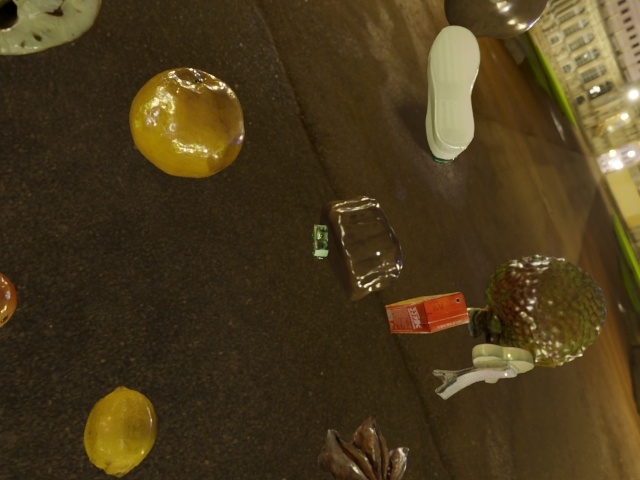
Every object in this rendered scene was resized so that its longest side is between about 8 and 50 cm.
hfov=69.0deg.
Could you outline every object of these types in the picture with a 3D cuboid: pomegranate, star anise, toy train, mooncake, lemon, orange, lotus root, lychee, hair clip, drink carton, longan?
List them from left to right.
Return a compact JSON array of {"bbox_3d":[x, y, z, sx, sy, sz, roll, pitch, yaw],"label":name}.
[{"bbox_3d":[-0.937,0.168,1.266,0.191,0.191,0.191,33,45,-41],"label":"pomegranate"},{"bbox_3d":[-0.423,-0.344,0.669,0.119,0.234,0.138,-128,-156,-63],"label":"lotus root"},{"bbox_3d":[-0.593,0.564,1.389,0.204,0.204,0.260,31,33,-43],"label":"lemon"},{"bbox_3d":[-0.320,-0.290,1.144,0.279,0.235,0.279,19,39,-17],"label":"orange"},{"bbox_3d":[0.000,0.000,1.039,0.033,0.053,0.083,3,62,-7],"label":"toy train"},{"bbox_3d":[0.124,0.017,1.478,0.324,0.187,0.324,163,-90,-81],"label":"mooncake"},{"bbox_3d":[0.090,0.521,0.927,0.331,0.117,0.332,20,56,-33],"label":"star anise"},{"bbox_3d":[0.233,0.166,1.057,0.096,0.223,0.071,-11,83,-16],"label":"drink carton"},{"bbox_3d":[0.357,0.286,1.013,0.159,0.218,0.071,35,40,-37],"label":"hair clip"},{"bbox_3d":[0.431,-0.594,1.122,0.246,0.246,0.215,36,57,-39],"label":"longan"},{"bbox_3d":[0.511,0.169,1.108,0.270,0.320,0.270,52,4,-6],"label":"lychee"}]

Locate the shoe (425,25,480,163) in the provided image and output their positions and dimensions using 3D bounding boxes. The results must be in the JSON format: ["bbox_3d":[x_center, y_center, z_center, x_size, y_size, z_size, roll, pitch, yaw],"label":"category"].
[{"bbox_3d":[0.241,-0.272,0.888,0.110,0.095,0.265,89,9,-71],"label":"shoe"}]
